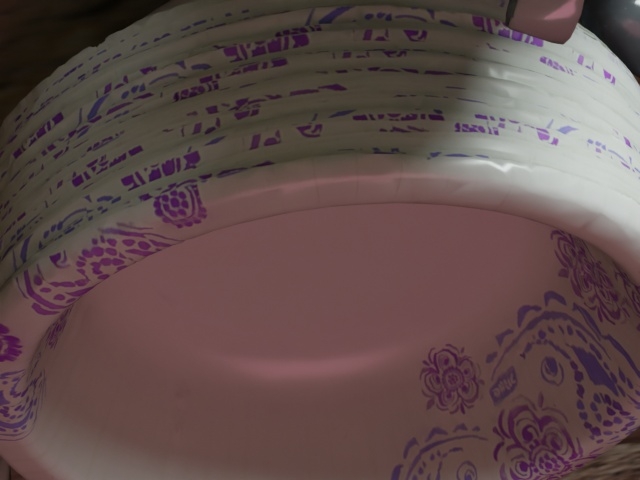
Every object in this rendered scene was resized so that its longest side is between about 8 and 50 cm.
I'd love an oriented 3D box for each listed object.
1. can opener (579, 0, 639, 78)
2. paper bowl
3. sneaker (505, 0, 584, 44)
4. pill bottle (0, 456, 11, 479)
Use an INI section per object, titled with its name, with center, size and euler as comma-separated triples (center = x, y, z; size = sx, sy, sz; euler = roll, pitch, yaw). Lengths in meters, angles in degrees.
[can opener]
center = 0.092, -0.131, 0.625
size = 0.076, 0.095, 0.283
euler = -37, 144, 24
[paper bowl]
center = 0.000, 0.000, 0.700
size = 0.284, 0.148, 0.284
euler = -6, 147, -4
[sneaker]
center = 0.140, -0.206, 0.427
size = 0.137, 0.210, 0.366
euler = 31, 144, 6
[pill bottle]
center = -0.204, 0.154, 0.877
size = 0.094, 0.094, 0.169
euler = -6, 141, -13
